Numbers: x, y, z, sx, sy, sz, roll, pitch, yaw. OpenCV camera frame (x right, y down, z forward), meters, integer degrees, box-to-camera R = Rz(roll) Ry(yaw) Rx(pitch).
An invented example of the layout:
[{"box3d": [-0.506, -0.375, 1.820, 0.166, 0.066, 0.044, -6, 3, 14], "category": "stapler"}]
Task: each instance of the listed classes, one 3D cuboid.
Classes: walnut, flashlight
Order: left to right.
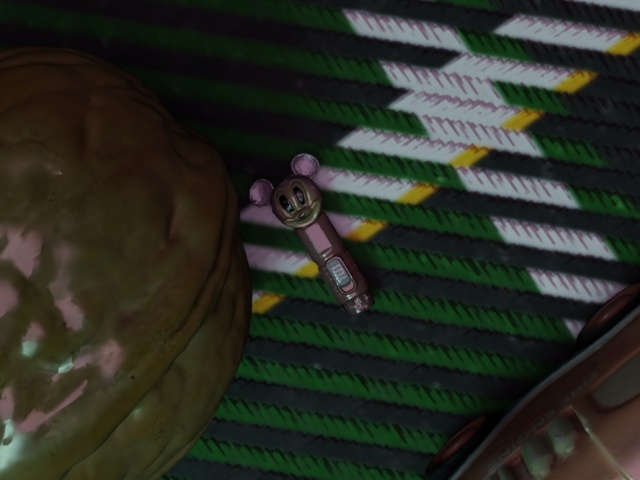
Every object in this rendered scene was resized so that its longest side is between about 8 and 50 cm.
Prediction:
[{"box3d": [-0.185, 0.039, 1.183, 0.313, 0.252, 0.277, -38, 94, -4], "category": "walnut"}, {"box3d": [0.000, 0.000, 1.280, 0.052, 0.031, 0.110, -32, 94, 5], "category": "flashlight"}]

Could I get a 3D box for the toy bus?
[{"box3d": [0.196, 0.161, 1.194, 0.287, 0.232, 0.194, -41, 91, 7], "category": "toy bus"}]
